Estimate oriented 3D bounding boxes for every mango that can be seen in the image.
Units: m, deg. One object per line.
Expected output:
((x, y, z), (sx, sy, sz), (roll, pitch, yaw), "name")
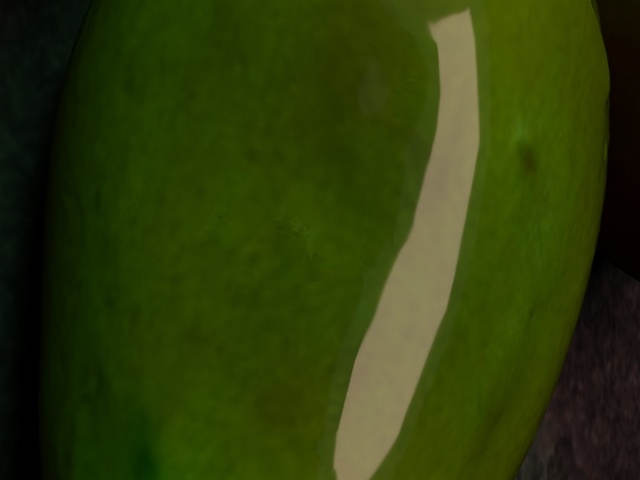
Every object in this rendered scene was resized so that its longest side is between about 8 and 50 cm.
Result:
((0.004, -0.001, 0.421), (0.185, 0.149, 0.273), (28, 68, -60), "mango")

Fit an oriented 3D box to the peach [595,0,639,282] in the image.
((0.250, -0.108, 0.655), (0.308, 0.332, 0.307), (33, 49, -48), "peach")
